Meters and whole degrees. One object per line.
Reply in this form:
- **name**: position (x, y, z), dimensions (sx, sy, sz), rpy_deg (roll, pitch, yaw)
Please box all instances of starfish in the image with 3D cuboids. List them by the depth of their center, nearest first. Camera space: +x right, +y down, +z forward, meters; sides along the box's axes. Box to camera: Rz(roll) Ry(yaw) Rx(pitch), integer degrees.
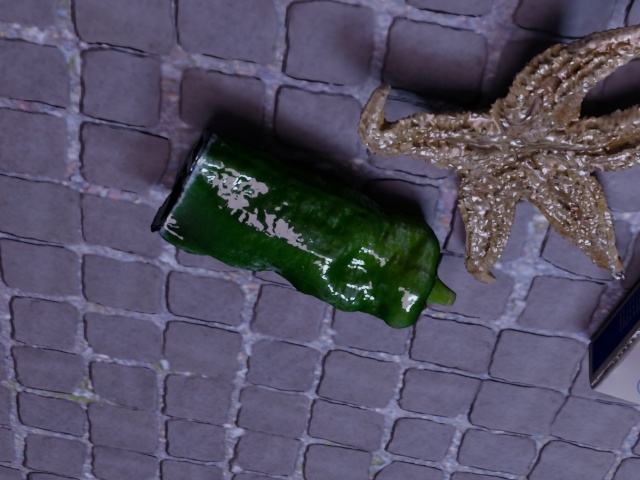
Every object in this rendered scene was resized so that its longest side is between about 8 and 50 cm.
- **starfish**: position (0.186, -0.063, 0.921), dimensions (0.299, 0.060, 0.302), rpy_deg (-4, 142, 6)

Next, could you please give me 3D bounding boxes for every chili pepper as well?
- **chili pepper**: position (0.000, 0.000, 0.994), dimensions (0.270, 0.099, 0.136), rpy_deg (25, 129, -11)

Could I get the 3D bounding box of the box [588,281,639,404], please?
- **box**: position (0.441, 0.108, 1.038), dimensions (0.344, 0.065, 0.200), rpy_deg (18, 136, -7)
